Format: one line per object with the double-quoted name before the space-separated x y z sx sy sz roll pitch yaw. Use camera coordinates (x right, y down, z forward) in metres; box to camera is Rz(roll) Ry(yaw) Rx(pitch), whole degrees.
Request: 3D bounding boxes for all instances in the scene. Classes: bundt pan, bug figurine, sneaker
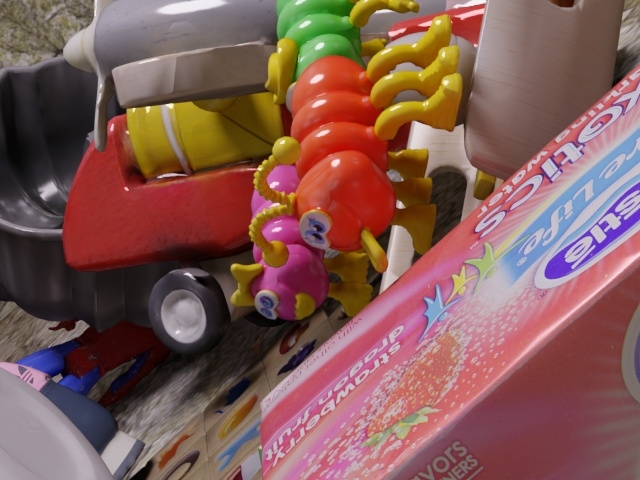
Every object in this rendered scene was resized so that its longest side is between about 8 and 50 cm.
"bundt pan" -0.172 -0.036 1.468 0.331 0.331 0.124 -61 -20 -55
"bug figurine" 0.000 0.000 0.732 0.216 0.072 0.279 -93 7 -46
"sneaker" -0.260 0.191 1.273 0.319 0.131 0.112 -41 11 35

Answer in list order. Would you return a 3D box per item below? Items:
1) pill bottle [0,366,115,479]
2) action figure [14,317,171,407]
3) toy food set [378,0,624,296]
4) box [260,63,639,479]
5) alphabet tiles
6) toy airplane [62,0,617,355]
"pill bottle" -0.282 0.232 1.059 0.323 0.181 0.181 -47 11 9
"action figure" -0.230 0.122 1.460 0.280 0.091 0.139 -35 -1 -38
"toy food set" 0.068 -0.064 0.778 0.306 0.092 0.219 101 -179 -66
"box" 0.134 0.028 0.529 0.300 0.142 0.154 -42 13 9
"alphabet tiles" -0.066 0.149 1.087 0.342 0.011 0.285 -43 11 2
"toy airplane" 0.000 -0.125 1.163 0.384 0.272 0.386 -27 -8 -18
